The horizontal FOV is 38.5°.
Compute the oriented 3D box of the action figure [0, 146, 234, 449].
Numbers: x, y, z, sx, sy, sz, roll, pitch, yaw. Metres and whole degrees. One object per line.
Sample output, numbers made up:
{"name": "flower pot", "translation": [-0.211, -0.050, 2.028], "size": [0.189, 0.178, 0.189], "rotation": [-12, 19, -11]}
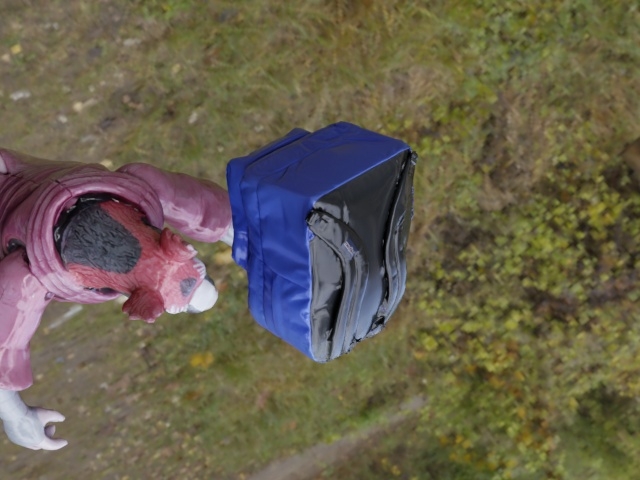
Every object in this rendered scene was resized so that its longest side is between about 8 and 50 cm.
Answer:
{"name": "action figure", "translation": [-0.182, -0.020, 0.664], "size": [0.248, 0.275, 0.370], "rotation": [-38, -158, -26]}

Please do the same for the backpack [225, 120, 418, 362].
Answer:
{"name": "backpack", "translation": [0.000, 0.000, 0.534], "size": [0.098, 0.101, 0.120], "rotation": [-28, 128, -33]}
